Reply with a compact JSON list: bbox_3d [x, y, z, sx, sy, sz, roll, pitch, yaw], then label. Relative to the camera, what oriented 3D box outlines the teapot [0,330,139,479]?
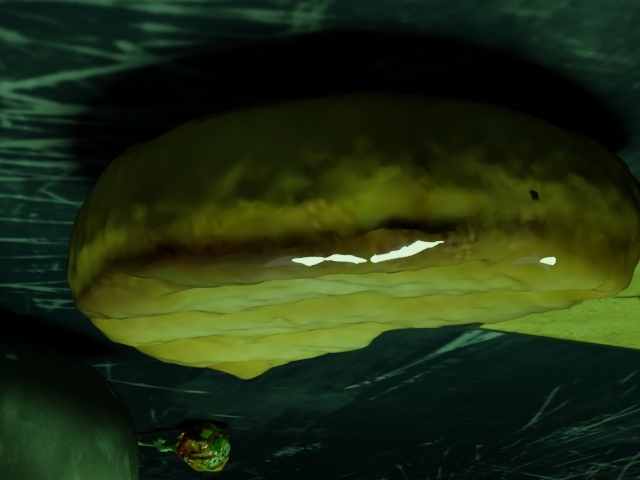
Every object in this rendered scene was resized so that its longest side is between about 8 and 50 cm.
[{"bbox_3d":[-0.282,0.178,0.721,0.223,0.305,0.285,-19,147,12],"label":"teapot"}]

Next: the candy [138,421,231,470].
[{"bbox_3d":[-0.181,0.241,1.216,0.201,0.060,0.060,-7,159,43],"label":"candy"}]

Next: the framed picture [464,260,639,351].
[{"bbox_3d":[0.278,0.022,0.624,0.255,0.014,0.339,10,158,-20],"label":"framed picture"}]

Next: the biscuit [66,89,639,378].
[{"bbox_3d":[0.000,-0.001,0.482,0.274,0.091,0.213,-12,158,37],"label":"biscuit"}]
